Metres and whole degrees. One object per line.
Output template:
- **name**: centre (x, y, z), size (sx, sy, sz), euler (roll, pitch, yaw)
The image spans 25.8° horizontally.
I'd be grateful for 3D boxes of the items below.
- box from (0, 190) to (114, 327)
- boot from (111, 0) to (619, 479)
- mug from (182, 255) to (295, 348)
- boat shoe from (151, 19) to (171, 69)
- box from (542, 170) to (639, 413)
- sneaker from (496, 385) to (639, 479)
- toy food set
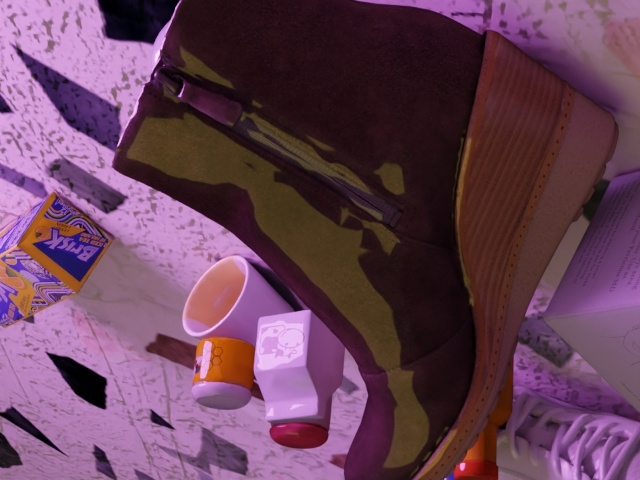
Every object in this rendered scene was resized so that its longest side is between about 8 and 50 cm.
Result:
- **box**: centre (-0.223, 0.018, 1.064), size (0.059, 0.054, 0.169), euler (40, 152, -17)
- **boot**: centre (0.000, 0.000, 0.662), size (0.207, 0.090, 0.248), euler (21, 113, -5)
- **mug**: centre (-0.049, 0.047, 0.951), size (0.062, 0.078, 0.064), euler (-36, 125, 26)
- **boat shoe**: centre (-0.005, -0.029, 0.733), size (0.226, 0.083, 0.076), euler (40, 151, -17)
- **box**: centre (0.209, 0.030, 0.607), size (0.130, 0.091, 0.170), euler (43, 151, -21)
- **sneaker**: centre (0.152, 0.146, 0.845), size (0.118, 0.110, 0.292), euler (53, 152, -14)
- **toy food set**: centre (0.024, 0.108, 0.854), size (0.232, 0.104, 0.111), euler (-10, 153, 32)
